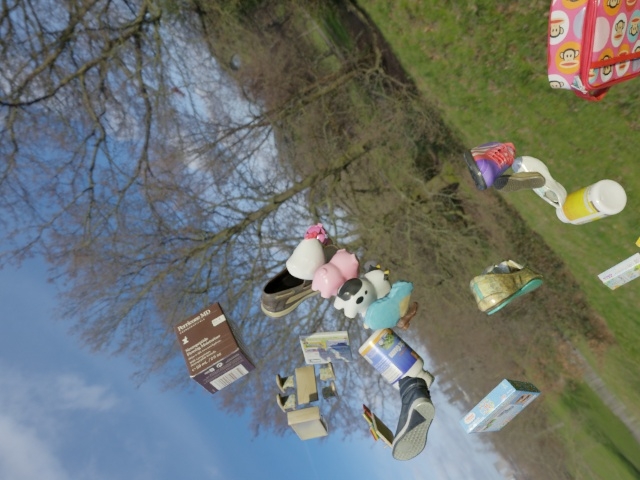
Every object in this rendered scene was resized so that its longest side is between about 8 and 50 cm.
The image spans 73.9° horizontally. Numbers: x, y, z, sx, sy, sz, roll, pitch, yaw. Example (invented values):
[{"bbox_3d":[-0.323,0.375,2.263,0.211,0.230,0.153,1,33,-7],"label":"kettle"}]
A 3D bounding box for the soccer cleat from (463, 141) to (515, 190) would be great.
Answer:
[{"bbox_3d":[0.459,-0.214,1.135,0.109,0.116,0.318,66,-152,-7],"label":"soccer cleat"}]

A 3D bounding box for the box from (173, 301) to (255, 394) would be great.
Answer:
[{"bbox_3d":[-0.342,0.349,1.382,0.203,0.168,0.167,53,169,38],"label":"box"}]

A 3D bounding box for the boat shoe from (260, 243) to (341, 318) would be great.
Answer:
[{"bbox_3d":[-0.053,0.120,1.445,0.132,0.355,0.130,34,150,28],"label":"boat shoe"}]

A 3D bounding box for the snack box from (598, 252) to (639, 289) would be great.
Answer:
[{"bbox_3d":[1.037,0.107,1.448,0.100,0.141,0.037,24,-142,-36],"label":"snack box"}]

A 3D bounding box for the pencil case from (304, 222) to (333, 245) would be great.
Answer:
[{"bbox_3d":[0.000,0.000,1.780,0.095,0.098,0.209,15,169,12],"label":"pencil case"}]

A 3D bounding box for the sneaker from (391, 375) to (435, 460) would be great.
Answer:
[{"bbox_3d":[0.257,0.500,1.226,0.086,0.226,0.163,16,-160,-6],"label":"sneaker"}]

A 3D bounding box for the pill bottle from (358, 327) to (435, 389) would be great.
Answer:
[{"bbox_3d":[0.288,0.454,1.592,0.272,0.152,0.152,42,-179,13],"label":"pill bottle"}]

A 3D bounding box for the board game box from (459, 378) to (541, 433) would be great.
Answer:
[{"bbox_3d":[0.459,0.422,1.079,0.211,0.160,0.039,24,-159,-44],"label":"board game box"}]

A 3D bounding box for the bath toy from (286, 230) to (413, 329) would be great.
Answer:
[{"bbox_3d":[0.060,0.082,1.062,0.151,0.129,0.348,0,-159,-46],"label":"bath toy"}]

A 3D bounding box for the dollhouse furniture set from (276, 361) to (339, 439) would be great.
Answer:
[{"bbox_3d":[-0.050,0.551,1.513,0.161,0.212,0.242,72,-174,-46],"label":"dollhouse furniture set"}]

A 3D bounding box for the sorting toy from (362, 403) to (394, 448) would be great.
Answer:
[{"bbox_3d":[0.254,0.820,1.810,0.274,0.046,0.132,47,-175,-9],"label":"sorting toy"}]

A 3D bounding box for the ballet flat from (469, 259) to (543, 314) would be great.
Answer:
[{"bbox_3d":[0.523,0.113,1.195,0.348,0.123,0.123,-8,-120,-46],"label":"ballet flat"}]

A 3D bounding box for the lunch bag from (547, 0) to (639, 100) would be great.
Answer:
[{"bbox_3d":[0.638,-0.450,0.971,0.120,0.293,0.258,26,132,52],"label":"lunch bag"}]

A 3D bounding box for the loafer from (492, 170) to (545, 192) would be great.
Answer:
[{"bbox_3d":[0.607,-0.182,1.308,0.050,0.148,0.056,-52,-44,-45],"label":"loafer"}]

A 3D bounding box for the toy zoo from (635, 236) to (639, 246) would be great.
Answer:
[{"bbox_3d":[0.964,0.026,1.098,0.293,0.030,0.192,56,162,28],"label":"toy zoo"}]

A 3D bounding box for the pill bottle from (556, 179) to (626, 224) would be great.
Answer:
[{"bbox_3d":[0.912,-0.123,1.453,0.117,0.117,0.215,58,169,5],"label":"pill bottle"}]

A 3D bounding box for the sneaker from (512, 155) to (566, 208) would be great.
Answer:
[{"bbox_3d":[0.708,-0.187,1.373,0.212,0.080,0.094,40,-137,1],"label":"sneaker"}]

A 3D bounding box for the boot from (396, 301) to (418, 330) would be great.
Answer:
[{"bbox_3d":[0.240,0.206,1.313,0.114,0.106,0.037,38,155,-14],"label":"boot"}]

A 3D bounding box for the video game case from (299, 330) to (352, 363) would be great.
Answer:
[{"bbox_3d":[0.026,0.473,1.878,0.023,0.212,0.193,-84,-13,-52],"label":"video game case"}]
